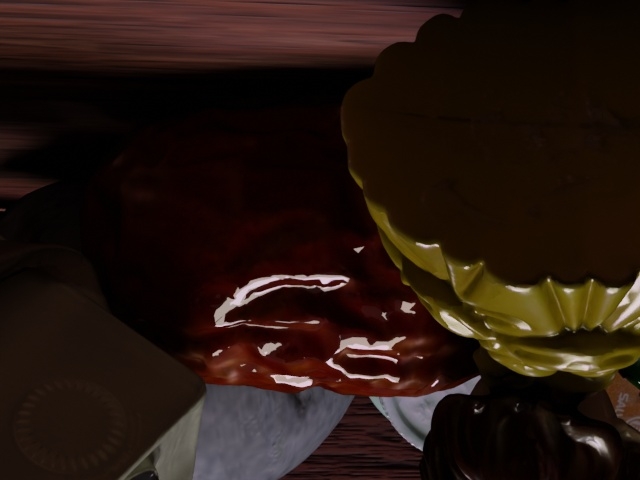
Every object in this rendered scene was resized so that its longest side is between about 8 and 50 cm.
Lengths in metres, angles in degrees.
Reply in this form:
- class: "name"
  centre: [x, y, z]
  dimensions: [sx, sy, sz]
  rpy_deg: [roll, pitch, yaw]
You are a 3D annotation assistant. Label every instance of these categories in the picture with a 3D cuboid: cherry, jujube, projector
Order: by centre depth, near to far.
- class: "projector"
  centre: [-0.170, 0.120, 0.973]
  dimensions: [0.177, 0.163, 0.242]
  rpy_deg: [32, 140, 18]
- class: "jujube"
  centre: [0.000, 0.000, 1.003]
  dimensions: [0.250, 0.174, 0.174]
  rpy_deg: [5, 174, 14]
- class: "cherry"
  centre: [-0.103, 0.060, 1.194]
  dimensions: [0.296, 0.218, 0.255]
  rpy_deg: [-13, -159, -30]

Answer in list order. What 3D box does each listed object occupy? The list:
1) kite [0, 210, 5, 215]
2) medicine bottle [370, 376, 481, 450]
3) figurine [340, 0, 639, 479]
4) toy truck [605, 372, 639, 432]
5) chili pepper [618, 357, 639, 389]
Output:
- class: "kite"
  centre: [-0.208, 0.064, 1.328]
  dimensions: [0.141, 0.245, 0.015]
  rpy_deg: [-9, 140, -34]
- class: "medicine bottle"
  centre: [0.090, 0.063, 1.323]
  dimensions: [0.139, 0.139, 0.225]
  rpy_deg: [0, -167, -3]
- class: "figurine"
  centre: [0.107, 0.052, 0.878]
  dimensions: [0.187, 0.168, 0.315]
  rpy_deg: [-20, 144, -14]
- class: "toy truck"
  centre: [0.252, 0.095, 1.437]
  dimensions: [0.184, 0.133, 0.338]
  rpy_deg: [14, -165, -2]
- class: "chili pepper"
  centre: [0.210, 0.023, 1.045]
  dimensions: [0.261, 0.165, 0.174]
  rpy_deg: [-40, 164, 33]
